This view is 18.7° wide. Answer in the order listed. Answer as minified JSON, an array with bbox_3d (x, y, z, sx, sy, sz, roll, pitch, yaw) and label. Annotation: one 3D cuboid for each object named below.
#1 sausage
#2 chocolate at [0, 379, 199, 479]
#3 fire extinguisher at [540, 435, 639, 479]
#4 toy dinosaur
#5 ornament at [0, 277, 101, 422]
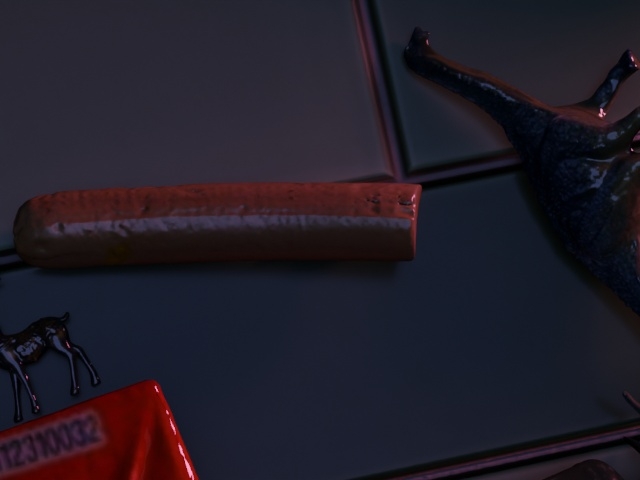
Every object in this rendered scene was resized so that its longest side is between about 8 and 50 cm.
[{"bbox_3d":[-0.076,-0.011,1.430,0.301,0.066,0.066,0,82,1],"label":"sausage"},{"bbox_3d":[-0.210,0.316,1.297,0.360,0.161,0.341,-19,67,-8],"label":"chocolate"},{"bbox_3d":[0.159,0.227,1.415,0.294,0.093,0.118,-23,49,-9],"label":"fire extinguisher"},{"bbox_3d":[0.214,-0.042,1.466,0.147,0.076,0.363,-34,85,11],"label":"toy dinosaur"},{"bbox_3d":[-0.221,0.065,1.433,0.073,0.028,0.125,-27,87,-7],"label":"ornament"}]
